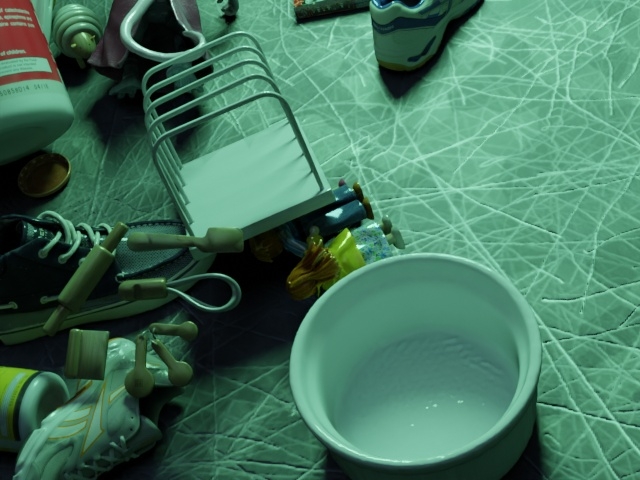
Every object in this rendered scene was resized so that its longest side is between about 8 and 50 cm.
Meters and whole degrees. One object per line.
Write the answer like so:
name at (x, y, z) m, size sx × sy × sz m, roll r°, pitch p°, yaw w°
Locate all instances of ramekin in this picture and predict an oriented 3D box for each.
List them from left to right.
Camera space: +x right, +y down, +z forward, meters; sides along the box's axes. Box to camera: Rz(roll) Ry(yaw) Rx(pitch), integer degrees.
ramekin at (0.113, 0.161, 1.311) m, size 0.277 × 0.135 × 0.277 m, roll -8°, pitch 51°, yaw 9°

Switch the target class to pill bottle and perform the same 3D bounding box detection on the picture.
pill bottle at (-0.536, -0.322, 1.714) m, size 0.229 × 0.229 × 0.408 m, roll -22°, pitch 85°, yaw -2°
pill bottle at (-0.413, 0.206, 1.449) m, size 0.184 × 0.103 × 0.103 m, roll 4°, pitch 53°, yaw 19°

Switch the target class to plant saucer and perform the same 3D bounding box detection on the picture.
plant saucer at (-0.413, -0.097, 1.753) m, size 0.083 × 0.013 × 0.084 m, roll -8°, pitch 51°, yaw 10°

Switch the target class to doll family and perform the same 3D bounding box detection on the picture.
doll family at (0.000, 0.000, 1.484) m, size 0.163 × 0.118 × 0.263 m, roll -28°, pitch 48°, yaw -10°

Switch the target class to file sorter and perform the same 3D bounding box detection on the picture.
file sorter at (-0.122, -0.137, 1.534) m, size 0.192 × 0.173 × 0.278 m, roll -24°, pitch 28°, yaw 1°

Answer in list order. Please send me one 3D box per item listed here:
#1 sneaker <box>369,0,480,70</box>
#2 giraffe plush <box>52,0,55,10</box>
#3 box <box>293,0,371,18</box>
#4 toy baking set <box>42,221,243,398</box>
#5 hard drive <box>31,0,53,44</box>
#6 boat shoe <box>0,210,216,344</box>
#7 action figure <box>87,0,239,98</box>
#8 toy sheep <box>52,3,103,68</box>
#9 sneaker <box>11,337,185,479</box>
sneaker at (0.169, -0.390, 1.745) m, size 0.111 × 0.131 × 0.296 m, roll 13°, pitch 55°, yaw 27°
giraffe plush at (-0.514, -0.423, 1.962) m, size 0.170 × 0.210 × 0.181 m, roll 31°, pitch 78°, yaw 4°
box at (0.025, -0.404, 1.864) m, size 0.137 × 0.027 × 0.094 m, roll -8°, pitch 51°, yaw 9°
toy baking set at (-0.208, 0.072, 1.412) m, size 0.196 × 0.030 × 0.256 m, roll 28°, pitch 80°, yaw 9°
hard drive at (-0.602, -0.411, 1.861) m, size 0.352 × 0.233 × 0.047 m, roll 8°, pitch 12°, yaw 4°
boat shoe at (-0.314, 0.023, 1.532) m, size 0.340 × 0.158 × 0.127 m, roll -21°, pitch 49°, yaw -1°
action figure at (-0.253, -0.409, 1.781) m, size 0.248 × 0.276 × 0.370 m, roll 7°, pitch 81°, yaw 1°
toy sheep at (-0.394, -0.338, 1.895) m, size 0.091 × 0.091 × 0.132 m, roll -29°, pitch 50°, yaw -8°
sneaker at (-0.260, 0.237, 1.388) m, size 0.121 × 0.099 × 0.262 m, roll 18°, pitch 60°, yaw 23°
